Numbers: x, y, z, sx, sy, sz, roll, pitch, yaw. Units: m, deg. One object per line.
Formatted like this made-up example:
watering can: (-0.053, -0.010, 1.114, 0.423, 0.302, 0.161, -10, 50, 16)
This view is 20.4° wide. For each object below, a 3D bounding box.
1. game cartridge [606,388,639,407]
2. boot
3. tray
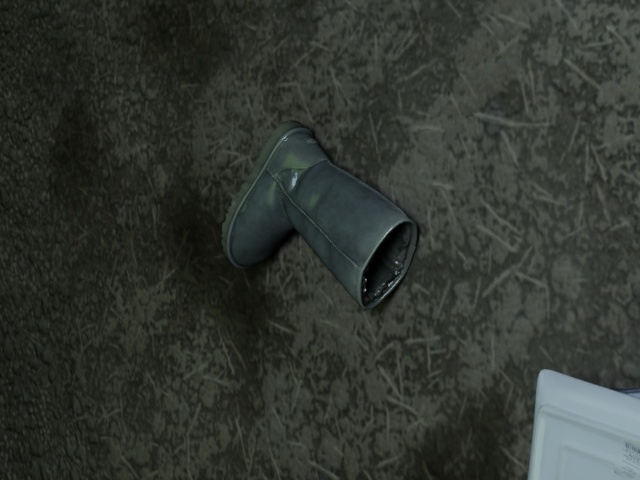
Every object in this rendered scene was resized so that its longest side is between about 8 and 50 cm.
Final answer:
game cartridge: (0.324, 0.212, 1.383, 0.294, 0.060, 0.196, -7, 90, 51)
boot: (-0.002, 0.001, 1.778, 0.208, 0.076, 0.190, 44, 126, 33)
tray: (0.254, 0.201, 1.405, 0.270, 0.030, 0.145, 15, 103, 50)
